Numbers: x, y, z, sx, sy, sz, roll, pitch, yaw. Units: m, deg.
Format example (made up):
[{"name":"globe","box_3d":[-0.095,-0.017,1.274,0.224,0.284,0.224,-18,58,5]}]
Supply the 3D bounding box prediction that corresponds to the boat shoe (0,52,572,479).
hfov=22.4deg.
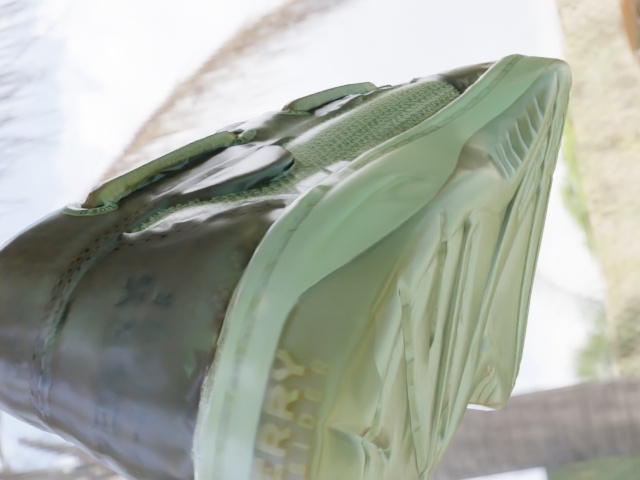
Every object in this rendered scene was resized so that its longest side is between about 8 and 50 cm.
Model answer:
[{"name":"boat shoe","box_3d":[0.000,0.000,0.505,0.342,0.123,0.123,-38,-42,-68]}]
